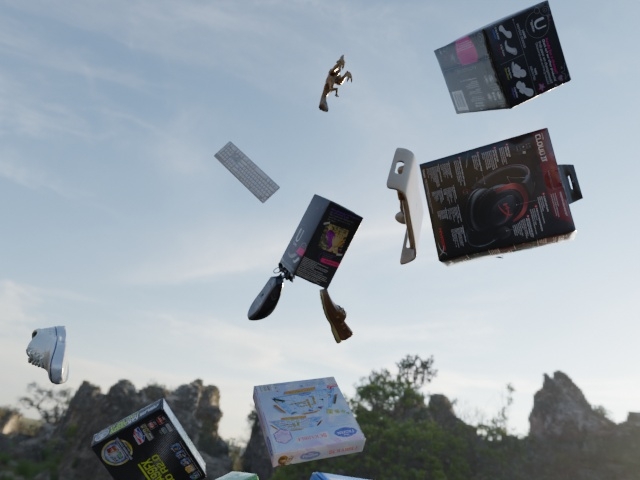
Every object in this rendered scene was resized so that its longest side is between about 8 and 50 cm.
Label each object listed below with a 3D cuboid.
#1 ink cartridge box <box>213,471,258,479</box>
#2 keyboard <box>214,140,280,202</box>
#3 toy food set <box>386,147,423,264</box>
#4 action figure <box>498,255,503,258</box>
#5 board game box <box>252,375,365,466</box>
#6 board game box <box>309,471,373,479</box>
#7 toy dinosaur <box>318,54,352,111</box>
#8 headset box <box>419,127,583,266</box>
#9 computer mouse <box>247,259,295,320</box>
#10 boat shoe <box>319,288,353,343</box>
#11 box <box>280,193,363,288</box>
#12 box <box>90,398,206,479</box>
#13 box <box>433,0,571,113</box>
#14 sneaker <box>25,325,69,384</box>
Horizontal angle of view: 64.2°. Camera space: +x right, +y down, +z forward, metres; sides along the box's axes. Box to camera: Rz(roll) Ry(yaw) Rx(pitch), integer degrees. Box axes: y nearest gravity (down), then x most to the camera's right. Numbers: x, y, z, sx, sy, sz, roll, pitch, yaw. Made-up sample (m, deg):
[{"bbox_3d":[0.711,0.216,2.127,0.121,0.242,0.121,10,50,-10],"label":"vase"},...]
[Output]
[{"bbox_3d":[-0.263,0.675,1.148,0.278,0.202,0.117,-4,-11,-46],"label":"ink cartridge box"},{"bbox_3d":[-0.228,-0.212,1.564,0.256,0.072,0.014,43,-2,25],"label":"keyboard"},{"bbox_3d":[0.260,-0.108,1.624,0.092,0.220,0.306,-2,-51,21],"label":"toy food set"},{"bbox_3d":[0.529,-0.067,1.571,0.185,0.285,0.099,30,-9,6],"label":"action figure"},{"bbox_3d":[-0.050,0.620,1.787,0.318,0.318,0.066,-1,-63,-20],"label":"board game box"},{"bbox_3d":[0.073,0.390,0.463,0.308,0.302,0.086,25,-5,-33],"label":"board game box"},{"bbox_3d":[0.041,-0.448,1.366,0.064,0.212,0.112,31,-18,-26],"label":"toy dinosaur"},{"bbox_3d":[0.374,-0.084,1.053,0.292,0.218,0.110,-15,-16,21],"label":"headset box"},{"bbox_3d":[-0.184,0.213,2.006,0.072,0.272,0.188,35,3,-21],"label":"computer mouse"},{"bbox_3d":[0.044,0.208,1.450,0.060,0.064,0.178,-21,-69,2],"label":"boat shoe"},{"bbox_3d":[0.000,0.000,1.719,0.143,0.271,0.165,26,2,-24],"label":"box"},{"bbox_3d":[-0.483,0.618,1.461,0.216,0.270,0.060,-27,18,-8],"label":"box"},{"bbox_3d":[0.366,-0.364,1.055,0.142,0.164,0.247,-26,14,-3],"label":"box"},{"bbox_3d":[-0.673,0.286,1.258,0.091,0.094,0.258,-3,12,-27],"label":"sneaker"}]
